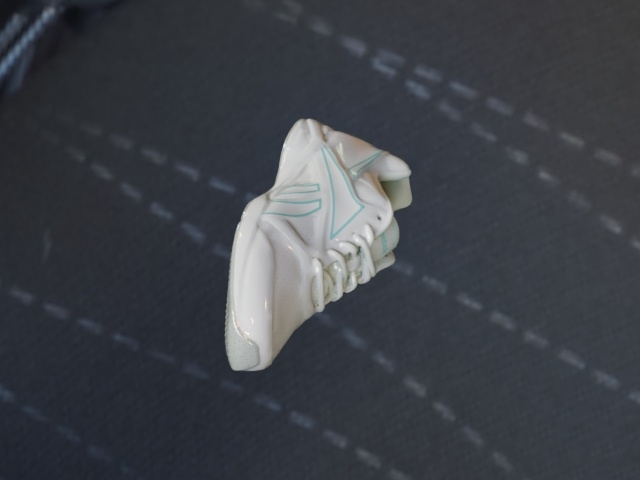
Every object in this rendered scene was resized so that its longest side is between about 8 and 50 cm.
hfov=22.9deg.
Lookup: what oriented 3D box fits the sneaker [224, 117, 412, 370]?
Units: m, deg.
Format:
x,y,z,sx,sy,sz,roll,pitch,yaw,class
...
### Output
x,y,z,sx,sy,sz,roll,pitch,yaw,class
0.000,0.000,0.670,0.061,0.054,0.152,14,41,10,sneaker
